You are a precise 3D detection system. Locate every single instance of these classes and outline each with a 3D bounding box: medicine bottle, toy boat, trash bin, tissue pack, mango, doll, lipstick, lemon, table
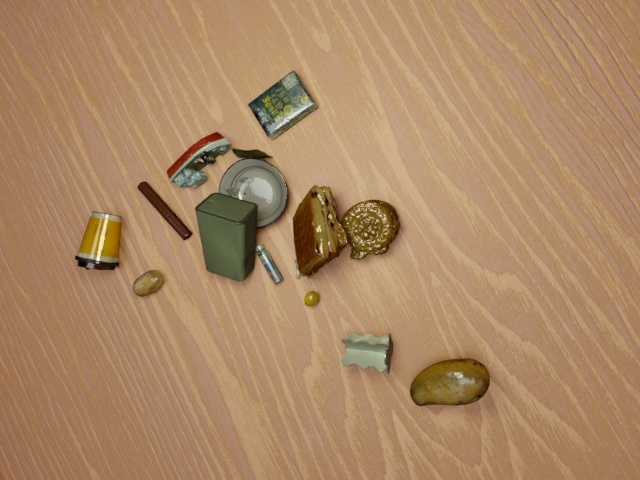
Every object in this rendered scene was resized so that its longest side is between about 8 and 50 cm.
[{"bbox_3d":[-0.235,0.107,1.826,0.051,0.051,0.191,-32,84,12],"label":"medicine bottle"},{"bbox_3d":[-0.538,-0.356,1.825,0.332,0.145,0.133,-36,85,18],"label":"toy boat"},{"bbox_3d":[-0.401,-0.004,1.730,0.223,0.158,0.343,17,127,11],"label":"trash bin"},{"bbox_3d":[-0.167,-0.594,1.764,0.257,0.081,0.185,-32,84,12],"label":"tissue pack"},{"bbox_3d":[0.517,0.576,1.626,0.329,0.175,0.176,-17,66,31],"label":"mango"},{"bbox_3d":[-0.067,0.103,1.788,0.113,0.071,0.135,-6,84,31],"label":"doll"},{"bbox_3d":[-0.752,-0.146,1.930,0.357,0.057,0.057,46,101,7],"label":"lipstick"},{"bbox_3d":[-0.041,0.260,1.782,0.062,0.062,0.083,46,99,7],"label":"lemon"},{"bbox_3d":[0.195,0.467,1.697,0.198,0.166,0.166,2,93,21],"label":"table"}]

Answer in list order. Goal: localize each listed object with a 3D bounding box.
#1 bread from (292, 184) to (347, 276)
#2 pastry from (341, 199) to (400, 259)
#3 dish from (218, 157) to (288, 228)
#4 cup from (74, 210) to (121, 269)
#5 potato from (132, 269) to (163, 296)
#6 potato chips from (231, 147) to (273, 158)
[{"bbox_3d":[-0.001,-0.033,1.663,0.167,0.277,0.324,3,67,-24],"label":"bread"},{"bbox_3d":[0.214,-0.056,1.686,0.240,0.132,0.235,-14,98,20],"label":"pastry"},{"bbox_3d":[-0.288,-0.210,1.792,0.316,0.106,0.316,1,98,10],"label":"dish"},{"bbox_3d":[-1.067,0.005,1.951,0.196,0.196,0.280,8,86,12],"label":"cup"},{"bbox_3d":[-0.840,0.210,1.953,0.170,0.080,0.107,-36,85,17],"label":"potato"},{"bbox_3d":[-0.314,-0.387,1.787,0.209,0.142,0.026,25,124,33],"label":"potato chips"}]
